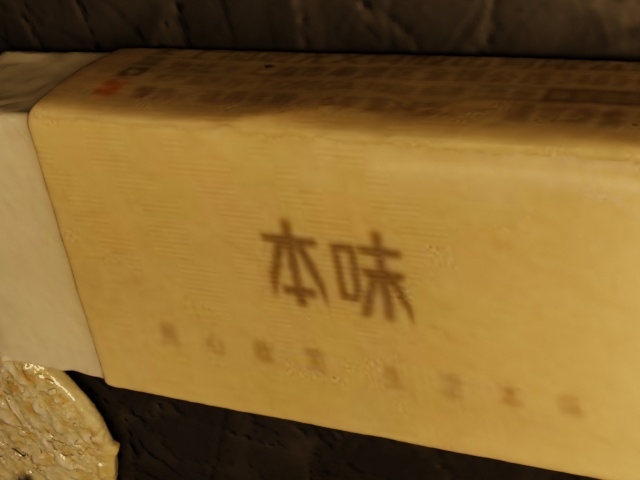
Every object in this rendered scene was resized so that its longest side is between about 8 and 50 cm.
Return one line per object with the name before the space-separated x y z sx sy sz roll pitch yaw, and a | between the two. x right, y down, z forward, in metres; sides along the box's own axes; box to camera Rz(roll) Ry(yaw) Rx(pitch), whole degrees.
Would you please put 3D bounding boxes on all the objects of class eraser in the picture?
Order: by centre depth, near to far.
eraser | 0.000 0.000 0.540 0.343 0.078 0.144 5 123 29

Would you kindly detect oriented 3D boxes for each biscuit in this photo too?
biscuit | -0.177 0.100 0.760 0.152 0.020 0.152 19 134 21
